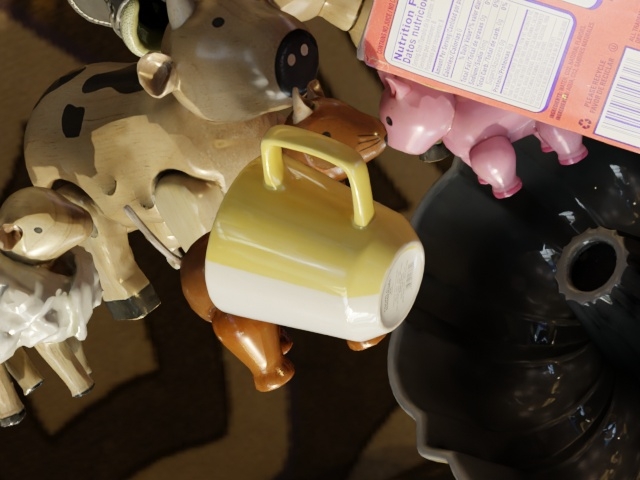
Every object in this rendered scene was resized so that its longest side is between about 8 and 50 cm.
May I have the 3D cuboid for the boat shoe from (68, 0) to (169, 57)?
[{"bbox_3d":[-0.105,-0.155,1.013,0.080,0.223,0.073,47,65,-38],"label":"boat shoe"}]

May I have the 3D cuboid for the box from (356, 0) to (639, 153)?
[{"bbox_3d":[0.131,-0.207,0.650,0.142,0.154,0.300,-64,170,-56],"label":"box"}]

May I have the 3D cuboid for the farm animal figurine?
[{"bbox_3d":[-0.036,-0.070,0.811,0.172,0.326,0.330,63,35,-17],"label":"farm animal figurine"}]

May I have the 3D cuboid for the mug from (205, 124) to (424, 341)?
[{"bbox_3d":[-0.001,0.004,0.549,0.062,0.064,0.078,-65,155,-11],"label":"mug"}]

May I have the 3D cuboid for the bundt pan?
[{"bbox_3d":[0.208,0.038,1.018,0.124,0.331,0.331,32,64,-43],"label":"bundt pan"}]
